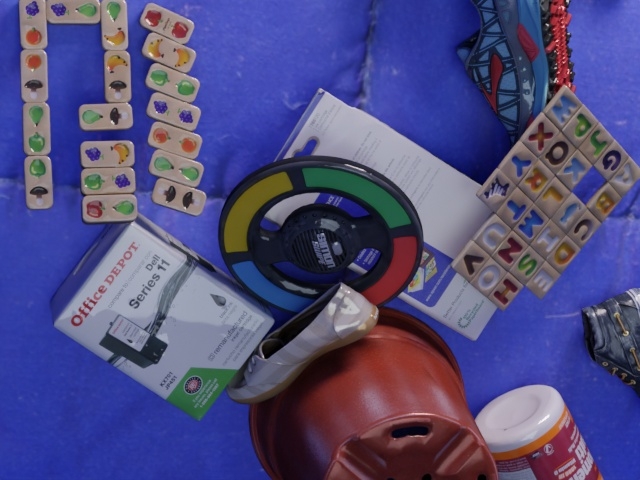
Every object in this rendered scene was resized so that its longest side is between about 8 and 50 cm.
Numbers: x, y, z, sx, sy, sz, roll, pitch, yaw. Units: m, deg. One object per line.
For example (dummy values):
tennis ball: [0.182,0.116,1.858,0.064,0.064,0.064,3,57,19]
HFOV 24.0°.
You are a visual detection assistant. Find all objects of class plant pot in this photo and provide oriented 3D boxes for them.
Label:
plant pot: [0.070,0.243,1.715,0.273,0.265,0.272,-3,106,-10]

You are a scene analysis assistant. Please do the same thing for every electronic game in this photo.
electronic game: [0.000,0.000,1.669,0.229,0.048,0.229,3,129,4]

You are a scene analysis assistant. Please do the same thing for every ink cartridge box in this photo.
ink cartridge box: [0.087,-0.032,1.748,0.333,0.065,0.165,31,97,-19]
ink cartridge box: [-0.182,0.082,1.712,0.208,0.087,0.153,35,96,-17]

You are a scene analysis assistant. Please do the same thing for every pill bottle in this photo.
pill bottle: [0.282,0.297,1.848,0.121,0.121,0.221,-30,109,-2]

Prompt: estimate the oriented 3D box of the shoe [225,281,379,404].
shoe: [-0.033,0.115,1.711,0.219,0.076,0.058,-33,120,26]

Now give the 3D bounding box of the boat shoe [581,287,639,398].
boat shoe: [0.379,0.154,1.862,0.083,0.065,0.183,-18,101,-5]

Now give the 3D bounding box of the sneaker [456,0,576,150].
sneaker: [0.221,-0.202,1.724,0.125,0.104,0.261,12,125,27]

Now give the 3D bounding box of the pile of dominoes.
pile of dominoes: [-0.224,-0.144,1.624,0.196,0.040,0.251,-2,87,-12]

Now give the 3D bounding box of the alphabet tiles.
alphabet tiles: [0.254,-0.036,1.732,0.237,0.009,0.198,-51,133,0]
